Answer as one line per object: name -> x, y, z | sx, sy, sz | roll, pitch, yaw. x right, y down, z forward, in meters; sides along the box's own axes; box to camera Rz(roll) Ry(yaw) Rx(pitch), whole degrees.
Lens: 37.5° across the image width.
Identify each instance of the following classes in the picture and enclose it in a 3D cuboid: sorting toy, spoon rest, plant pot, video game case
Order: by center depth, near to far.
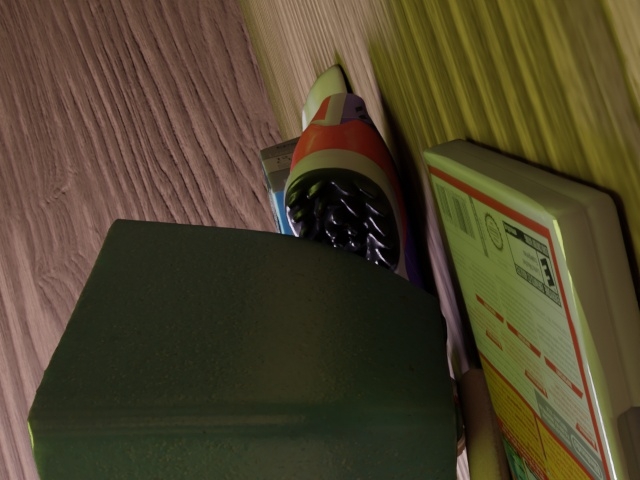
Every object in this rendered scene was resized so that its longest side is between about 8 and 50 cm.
video game case -> 0.115, 0.100, 0.435 | 0.204, 0.025, 0.285 | -119, 12, -77
sorting toy -> 0.123, 0.218, 0.618 | 0.193, 0.038, 0.208 | -90, -9, -49
plant pot -> -0.030, 0.140, 0.678 | 0.247, 0.252, 0.248 | -89, -4, -60
spoon rest -> 0.030, -0.042, 0.971 | 0.137, 0.084, 0.277 | -176, 81, -86

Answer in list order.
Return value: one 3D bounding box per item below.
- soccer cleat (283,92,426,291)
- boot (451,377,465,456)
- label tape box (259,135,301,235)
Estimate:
soccer cleat -> 0.044, 0.019, 0.820 | 0.318, 0.108, 0.116 | 72, -160, -45
boot -> 0.050, 0.160, 0.834 | 0.059, 0.157, 0.085 | -107, 9, -53
label tape box -> 0.000, 0.000, 1.233 | 0.348, 0.115, 0.249 | -120, 16, -71
